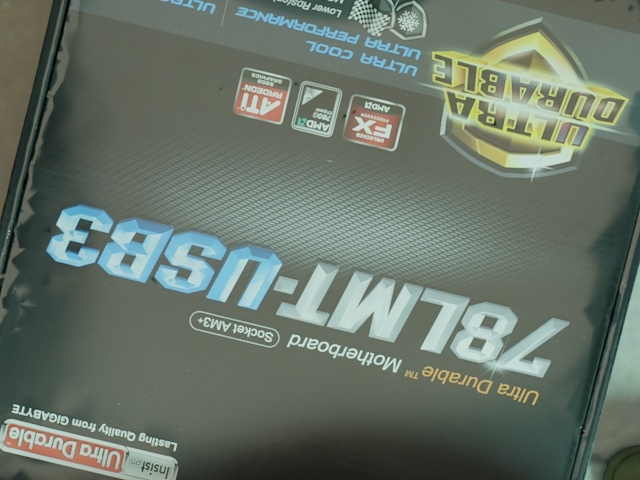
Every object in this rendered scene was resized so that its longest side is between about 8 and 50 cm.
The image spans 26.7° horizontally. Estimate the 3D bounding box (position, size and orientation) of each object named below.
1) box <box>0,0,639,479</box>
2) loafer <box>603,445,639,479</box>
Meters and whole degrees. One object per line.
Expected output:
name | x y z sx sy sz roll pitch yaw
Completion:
box | 0.000 0.000 0.649 0.296 0.073 0.293 14 90 -1
loafer | 0.217 0.131 0.666 0.148 0.050 0.056 1 92 -1
